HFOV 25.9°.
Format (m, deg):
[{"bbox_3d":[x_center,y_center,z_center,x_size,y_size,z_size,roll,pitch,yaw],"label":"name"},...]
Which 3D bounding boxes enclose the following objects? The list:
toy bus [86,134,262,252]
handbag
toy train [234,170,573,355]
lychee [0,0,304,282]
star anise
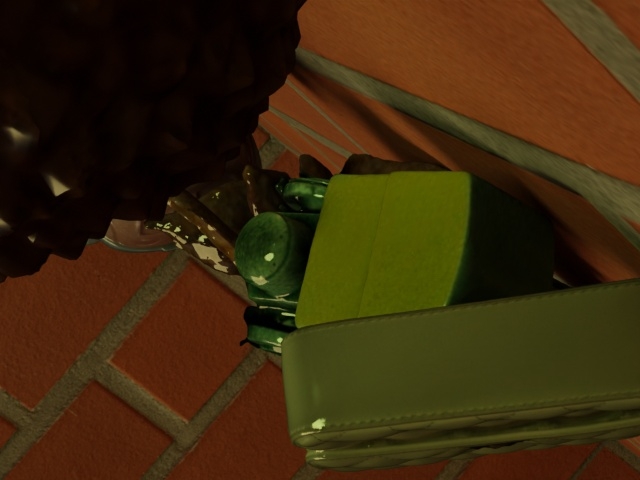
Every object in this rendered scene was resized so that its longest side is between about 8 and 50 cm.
[{"bbox_3d":[-0.173,-0.140,1.311,0.232,0.197,0.294,126,123,-76],"label":"toy bus"},{"bbox_3d":[0.107,0.097,0.836,0.219,0.256,0.079,57,-154,-68],"label":"handbag"},{"bbox_3d":[0.111,0.055,1.039,0.237,0.150,0.369,4,166,42],"label":"toy train"},{"bbox_3d":[-0.137,-0.116,0.383,0.267,0.267,0.267,41,180,0],"label":"lychee"},{"bbox_3d":[0.002,-0.002,1.237,0.349,0.292,0.109,53,-153,-66],"label":"star anise"}]
